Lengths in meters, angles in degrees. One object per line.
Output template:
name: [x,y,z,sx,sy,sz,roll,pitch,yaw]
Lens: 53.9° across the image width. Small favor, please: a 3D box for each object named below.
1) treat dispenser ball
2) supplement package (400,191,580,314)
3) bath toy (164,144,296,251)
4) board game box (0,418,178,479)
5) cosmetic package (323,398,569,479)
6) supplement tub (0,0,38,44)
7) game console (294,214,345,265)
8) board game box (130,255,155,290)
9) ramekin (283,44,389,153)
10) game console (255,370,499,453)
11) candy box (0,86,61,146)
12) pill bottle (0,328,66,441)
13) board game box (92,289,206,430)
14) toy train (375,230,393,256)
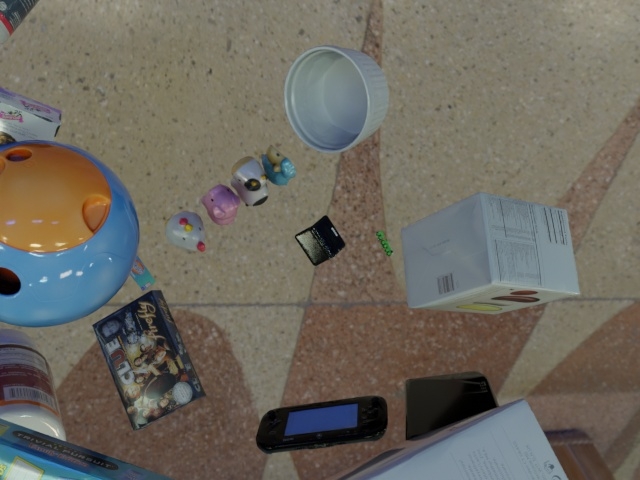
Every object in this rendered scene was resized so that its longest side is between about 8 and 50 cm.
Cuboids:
treat dispenser ball: [-0.429,-0.011,0.975,0.288,0.288,0.288,-8,129,-10]
supplement package: [0.277,0.031,1.047,0.203,0.149,0.194,7,161,-31]
bath toy: [-0.225,-0.094,1.558,0.348,0.129,0.151,-39,137,-15]
board game box: [-0.387,0.399,0.838,0.336,0.079,0.254,19,87,1]
cosmetic package: [0.078,0.268,0.584,0.224,0.138,0.224,-17,162,-27]
supplement tub: [-0.685,-0.574,1.338,0.191,0.191,0.272,41,71,-36]
game console: [0.000,0.000,1.986,0.107,0.071,0.122,-42,106,-33]
board game box: [-0.530,0.022,1.674,0.047,0.160,0.210,-37,148,-15]
ramekin: [0.038,-0.285,1.259,0.109,0.207,0.207,-26,146,-49]
game console: [0.080,0.266,0.929,0.361,0.213,0.044,-10,97,8]
candy box: [-0.615,-0.188,1.214,0.164,0.070,0.196,21,115,-30]
pill bottle: [-0.737,0.380,1.472,0.224,0.392,0.224,-12,117,-25]
board game box: [-0.360,0.248,1.313,0.165,0.243,0.042,-30,167,13]
toy train: [0.193,0.008,1.889,0.023,0.083,0.017,-25,174,-26]
